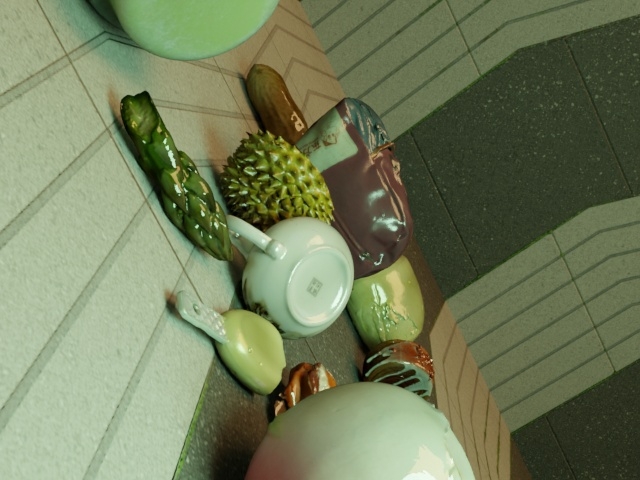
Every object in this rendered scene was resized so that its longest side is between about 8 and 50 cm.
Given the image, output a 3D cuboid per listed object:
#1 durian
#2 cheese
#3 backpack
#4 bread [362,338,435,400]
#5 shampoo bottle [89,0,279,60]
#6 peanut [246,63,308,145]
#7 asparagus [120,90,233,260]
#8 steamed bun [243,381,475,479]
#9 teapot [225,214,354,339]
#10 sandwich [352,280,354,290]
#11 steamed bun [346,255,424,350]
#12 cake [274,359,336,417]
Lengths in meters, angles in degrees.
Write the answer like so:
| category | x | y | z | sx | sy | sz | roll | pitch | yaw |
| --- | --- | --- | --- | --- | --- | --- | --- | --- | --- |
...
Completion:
| category | x | y | z | sx | sy | sz | roll | pitch | yaw |
| --- | --- | --- | --- | --- | --- | --- | --- | --- | --- |
| durian | -0.083 | -0.068 | 1.423 | 0.183 | 0.138 | 0.250 | -2 | -58 | 60 |
| cheese | -0.127 | 0.137 | 1.158 | 0.255 | 0.050 | 0.127 | 43 | 28 | -53 |
| backpack | 0.049 | -0.081 | 1.591 | 0.317 | 0.283 | 0.197 | 58 | 25 | 7 |
| bread | 0.165 | 0.288 | 1.740 | 0.160 | 0.160 | 0.073 | 58 | 21 | -26 |
| shampoo bottle | -0.220 | -0.465 | 1.253 | 0.322 | 0.322 | 0.317 | 38 | 25 | -62 |
| peanut | -0.102 | -0.303 | 1.883 | 0.226 | 0.095 | 0.108 | 62 | -1 | 0 |
| asparagus | -0.204 | -0.080 | 1.187 | 0.287 | 0.080 | 0.080 | 61 | 15 | -24 |
| steamed bun | 0.020 | 0.329 | 0.989 | 0.309 | 0.309 | 0.309 | 58 | 16 | -27 |
| teapot | -0.047 | 0.053 | 1.344 | 0.139 | 0.204 | 0.298 | 21 | -23 | 51 |
| sandwich | 0.000 | 0.000 | 1.805 | 0.215 | 0.065 | 0.186 | 57 | 16 | -29 |
| steamed bun | 0.167 | 0.146 | 1.955 | 0.232 | 0.166 | 0.273 | 64 | 14 | 2 |
| cake | 0.022 | 0.295 | 1.328 | 0.287 | 0.098 | 0.135 | 52 | 20 | -42 |
